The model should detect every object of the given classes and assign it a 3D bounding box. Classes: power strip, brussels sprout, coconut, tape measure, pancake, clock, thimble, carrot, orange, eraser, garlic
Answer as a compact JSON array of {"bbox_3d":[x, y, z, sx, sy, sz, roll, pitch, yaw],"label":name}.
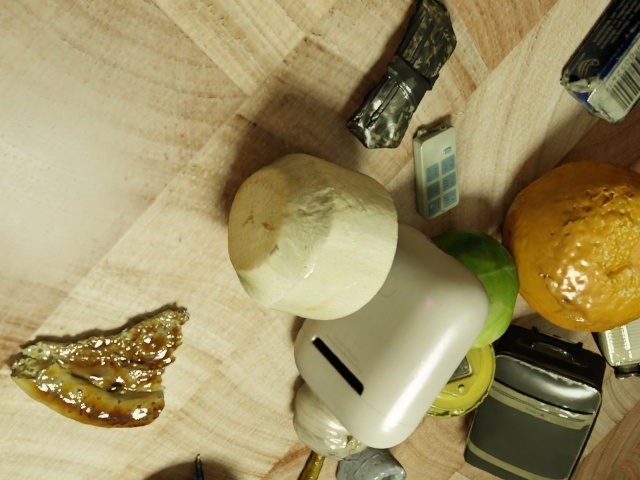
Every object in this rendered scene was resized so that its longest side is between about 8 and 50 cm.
[{"bbox_3d":[0.210,-0.123,1.227,0.081,0.035,0.192,-27,133,-17],"label":"power strip"},{"bbox_3d":[0.259,0.096,1.291,0.244,0.244,0.244,-18,129,-24],"label":"brussels sprout"},{"bbox_3d":[0.000,0.000,1.024,0.266,0.237,0.237,12,112,-42],"label":"coconut"},{"bbox_3d":[0.699,0.174,1.629,0.133,0.231,0.271,-14,94,13],"label":"tape measure"},{"bbox_3d":[-0.311,0.192,1.064,0.244,0.057,0.266,-43,134,-3],"label":"pancake"},{"bbox_3d":[0.265,0.254,1.415,0.237,0.237,0.057,-29,176,-15],"label":"clock"},{"bbox_3d":[0.117,0.545,1.571,0.127,0.118,0.151,0,119,-35],"label":"thimble"},{"bbox_3d":[-0.027,0.530,1.516,0.042,0.042,0.171,7,113,-38],"label":"carrot"},{"bbox_3d":[0.528,0.007,1.352,0.340,0.293,0.341,-3,104,-12],"label":"orange"},{"bbox_3d":[0.599,-0.390,1.270,0.155,0.101,0.332,25,103,-41],"label":"eraser"},{"bbox_3d":[0.051,0.343,1.361,0.228,0.152,0.228,-17,123,-28],"label":"garlic"}]

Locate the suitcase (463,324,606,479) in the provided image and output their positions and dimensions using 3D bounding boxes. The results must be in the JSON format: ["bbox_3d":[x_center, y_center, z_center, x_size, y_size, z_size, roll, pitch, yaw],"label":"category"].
[{"bbox_3d":[0.507,0.424,1.649,0.194,0.283,0.434,-43,147,-54],"label":"suitcase"}]

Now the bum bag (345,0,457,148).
[{"bbox_3d":[0.135,-0.253,1.059,0.102,0.069,0.248,27,102,-20],"label":"bum bag"}]

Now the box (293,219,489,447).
[{"bbox_3d":[0.112,0.156,1.174,0.141,0.288,0.349,16,110,-48],"label":"box"}]

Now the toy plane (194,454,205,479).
[{"bbox_3d":[-0.239,0.508,1.333,0.135,0.062,0.188,0,120,-9],"label":"toy plane"}]
